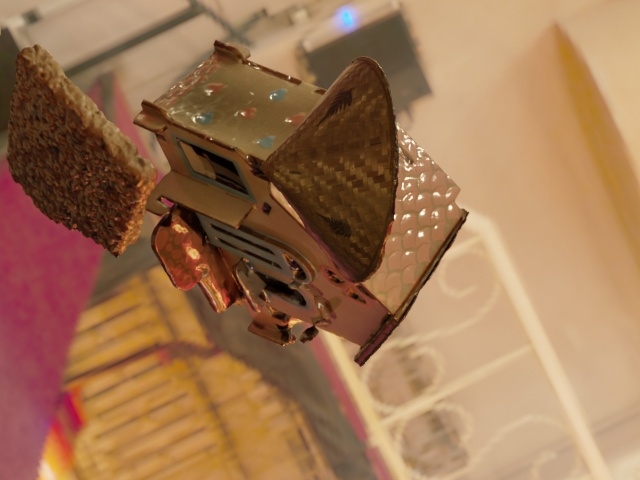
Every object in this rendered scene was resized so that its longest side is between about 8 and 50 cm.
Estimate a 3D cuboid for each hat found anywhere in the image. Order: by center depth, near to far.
[{"bbox_3d":[-0.006,-0.045,0.984,0.146,0.067,0.146,-179,-90,-72],"label":"hat"}]

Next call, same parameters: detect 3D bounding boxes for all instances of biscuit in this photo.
[{"bbox_3d":[-0.182,-0.048,1.150,0.131,0.026,0.237,48,-23,6],"label":"biscuit"}]

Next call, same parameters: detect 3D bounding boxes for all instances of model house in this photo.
[{"bbox_3d":[0.000,0.000,1.358,0.244,0.169,0.326,19,-29,31],"label":"model house"}]
